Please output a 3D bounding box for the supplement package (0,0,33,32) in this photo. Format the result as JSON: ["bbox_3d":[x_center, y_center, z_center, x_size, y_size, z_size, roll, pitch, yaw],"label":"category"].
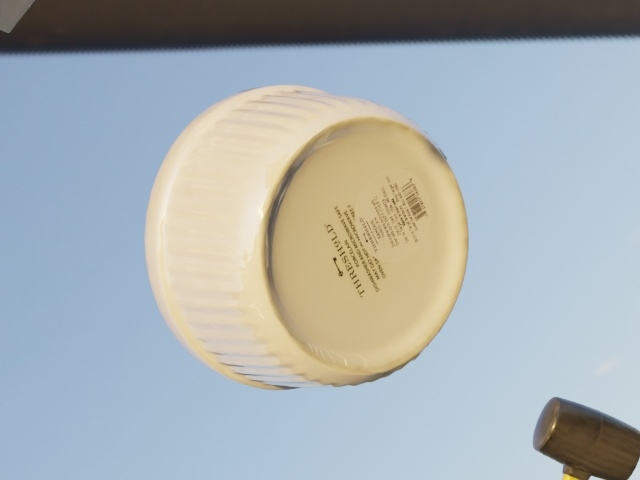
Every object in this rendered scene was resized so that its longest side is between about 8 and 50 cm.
[{"bbox_3d":[-0.308,-0.314,1.388,0.105,0.105,0.179,23,-58,-43],"label":"supplement package"}]

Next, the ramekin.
[{"bbox_3d":[0.000,0.000,0.921,0.207,0.109,0.207,-2,-86,-34],"label":"ramekin"}]

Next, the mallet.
[{"bbox_3d":[0.126,0.184,0.846,0.189,0.062,0.039,-60,3,-10],"label":"mallet"}]
